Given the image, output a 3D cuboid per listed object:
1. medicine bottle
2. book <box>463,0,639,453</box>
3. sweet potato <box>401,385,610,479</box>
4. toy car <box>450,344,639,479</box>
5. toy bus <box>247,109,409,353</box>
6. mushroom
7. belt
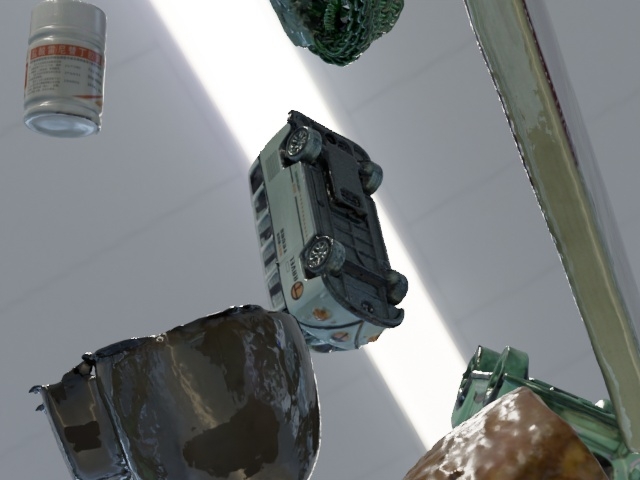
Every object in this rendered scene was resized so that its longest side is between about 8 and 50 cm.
[{"bbox_3d":[-0.184,-0.123,1.101,0.057,0.089,0.057,1,-17,0],"label":"medicine bottle"},{"bbox_3d":[0.084,-0.051,0.564,0.022,0.162,0.232,-16,-49,13],"label":"book"},{"bbox_3d":[0.001,0.209,0.634,0.336,0.131,0.131,-38,-40,-18],"label":"sweet potato"},{"bbox_3d":[0.178,0.165,1.229,0.136,0.306,0.125,23,-93,0],"label":"toy car"},{"bbox_3d":[0.000,0.000,1.132,0.087,0.194,0.089,26,-53,-36],"label":"toy bus"},{"bbox_3d":[-0.063,0.102,0.798,0.141,0.117,0.188,-25,-14,-14],"label":"mushroom"},{"bbox_3d":[0.016,-0.229,1.350,0.079,0.121,0.151,-47,-29,-28],"label":"belt"}]
